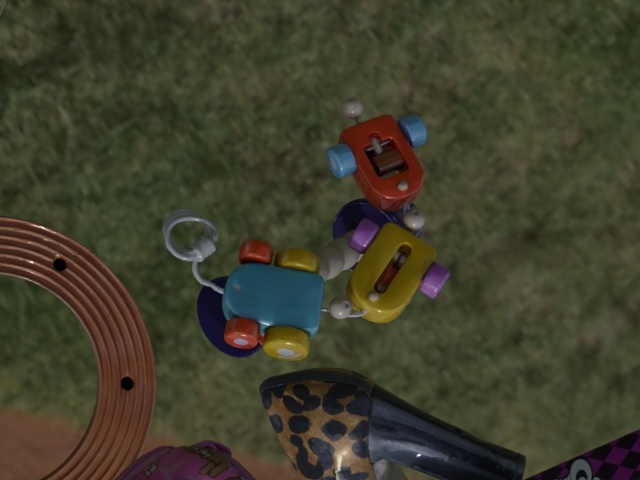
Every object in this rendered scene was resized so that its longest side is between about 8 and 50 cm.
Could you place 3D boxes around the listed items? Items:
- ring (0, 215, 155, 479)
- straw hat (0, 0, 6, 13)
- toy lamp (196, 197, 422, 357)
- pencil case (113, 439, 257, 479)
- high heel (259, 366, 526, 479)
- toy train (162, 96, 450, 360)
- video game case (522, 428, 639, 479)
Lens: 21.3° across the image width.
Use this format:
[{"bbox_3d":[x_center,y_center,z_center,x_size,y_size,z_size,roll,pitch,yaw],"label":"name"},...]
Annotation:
[{"bbox_3d":[-0.330,0.142,1.690,0.336,0.337,0.032,-21,-178,-20],"label":"ring"},{"bbox_3d":[-0.300,-0.272,1.532,0.061,0.144,0.144,17,128,-14],"label":"straw hat"},{"bbox_3d":[0.003,0.023,1.486,0.274,0.080,0.080,-32,157,-51],"label":"toy lamp"},{"bbox_3d":[-0.189,0.289,1.143,0.386,0.160,0.167,-30,131,-31],"label":"pencil case"},{"bbox_3d":[0.005,0.206,1.200,0.186,0.093,0.261,24,118,-6],"label":"high heel"},{"bbox_3d":[0.000,0.000,0.939,0.166,0.125,0.046,-27,162,-20],"label":"toy train"},{"bbox_3d":[0.209,0.199,1.126,0.232,0.042,0.210,-29,139,26],"label":"video game case"}]
